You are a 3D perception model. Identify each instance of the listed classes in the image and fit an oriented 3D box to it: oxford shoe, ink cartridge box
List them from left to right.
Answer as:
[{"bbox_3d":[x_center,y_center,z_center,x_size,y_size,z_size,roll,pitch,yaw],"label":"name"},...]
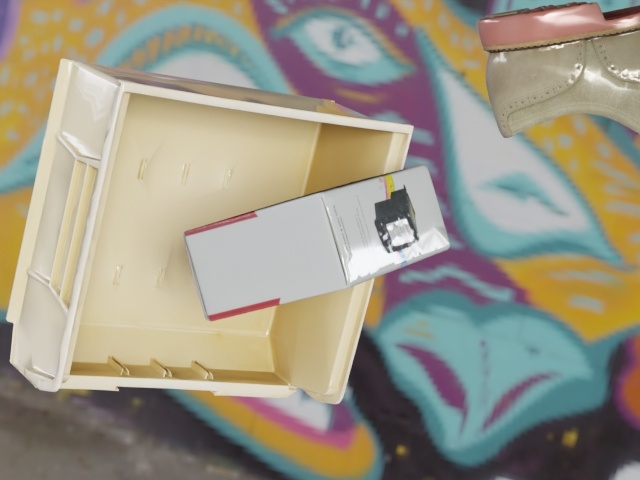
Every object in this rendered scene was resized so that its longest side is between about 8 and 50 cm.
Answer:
[{"bbox_3d":[0.000,0.000,1.370,0.127,0.072,0.175,-15,2,30],"label":"ink cartridge box"},{"bbox_3d":[0.322,-0.161,1.664,0.348,0.130,0.123,-4,8,7],"label":"oxford shoe"}]

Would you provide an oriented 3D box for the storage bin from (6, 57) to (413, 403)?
[{"bbox_3d":[-0.094,0.003,1.451,0.262,0.260,0.123,6,14,-34],"label":"storage bin"}]
